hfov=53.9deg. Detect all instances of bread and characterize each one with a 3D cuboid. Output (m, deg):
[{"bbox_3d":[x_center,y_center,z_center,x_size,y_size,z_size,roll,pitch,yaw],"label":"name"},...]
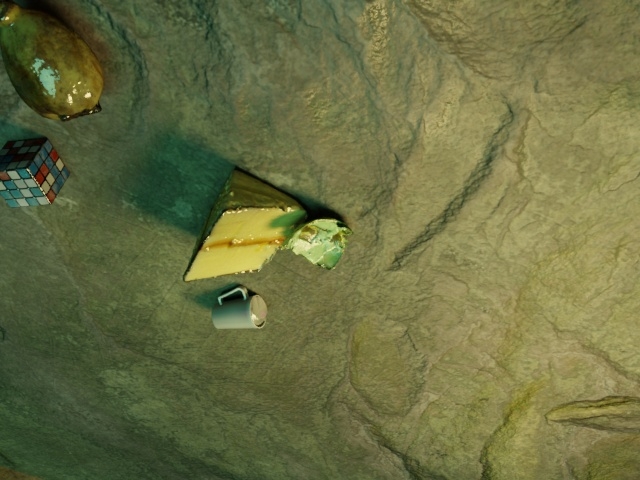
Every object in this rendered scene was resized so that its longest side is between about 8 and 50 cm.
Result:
[{"bbox_3d":[-0.142,0.003,1.221,0.178,0.135,0.240,24,132,-16],"label":"bread"}]

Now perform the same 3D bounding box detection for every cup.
[{"bbox_3d":[-0.190,0.155,1.446,0.116,0.074,0.104,-8,111,24],"label":"cup"}]

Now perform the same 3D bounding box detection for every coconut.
[{"bbox_3d":[-0.003,-0.001,1.242,0.133,0.055,0.158,-33,143,6],"label":"coconut"}]

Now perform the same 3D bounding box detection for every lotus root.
[{"bbox_3d":[-0.422,-0.279,0.980,0.139,0.138,0.214,-9,133,18],"label":"lotus root"}]

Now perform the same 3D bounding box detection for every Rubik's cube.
[{"bbox_3d":[-0.548,-0.126,1.183,0.092,0.092,0.092,-4,136,13],"label":"Rubik's cube"}]
